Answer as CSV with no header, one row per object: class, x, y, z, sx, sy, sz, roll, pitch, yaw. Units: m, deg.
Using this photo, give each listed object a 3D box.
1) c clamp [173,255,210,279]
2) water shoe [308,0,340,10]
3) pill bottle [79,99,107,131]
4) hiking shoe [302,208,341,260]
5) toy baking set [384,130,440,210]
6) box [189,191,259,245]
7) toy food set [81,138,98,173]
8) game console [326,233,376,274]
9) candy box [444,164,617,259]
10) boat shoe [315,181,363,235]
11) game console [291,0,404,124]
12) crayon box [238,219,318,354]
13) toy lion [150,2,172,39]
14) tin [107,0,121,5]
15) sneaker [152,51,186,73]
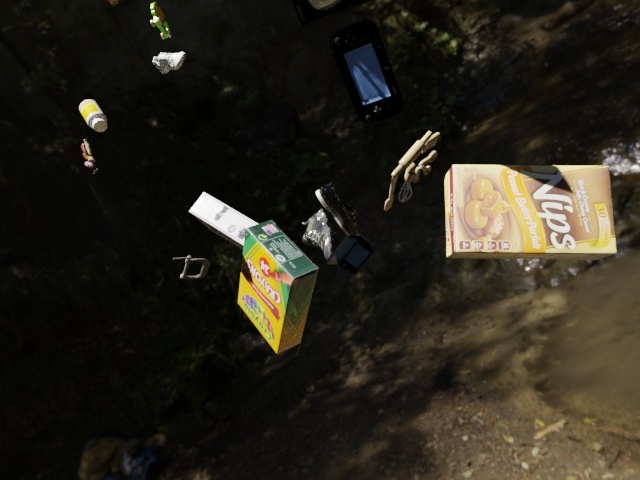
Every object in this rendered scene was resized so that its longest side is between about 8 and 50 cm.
c clamp,-0.489,0.104,1.914,0.137,0.022,0.161,-4,-36,-22
water shoe,0.046,-0.392,0.651,0.203,0.080,0.073,-52,30,-9
pill bottle,-0.514,-0.281,1.153,0.043,0.083,0.043,-28,-34,-20
hiking shoe,0.000,0.000,1.730,0.114,0.086,0.227,-32,42,17
toy baking set,0.270,-0.198,1.478,0.256,0.030,0.197,-48,-28,-4
box,-0.287,-0.039,1.727,0.087,0.290,0.169,-56,-25,-10
toy food set,-0.879,-0.314,1.917,0.019,0.122,0.078,-24,5,-39
game console,0.097,0.045,1.558,0.122,0.107,0.071,-52,5,20
candy box,0.421,-0.056,1.040,0.316,0.183,0.087,0,-10,2
boat shoe,0.078,-0.093,1.687,0.068,0.228,0.081,-35,22,15
game console,0.075,-0.402,0.980,0.213,0.361,0.044,-7,31,37
crayon box,-0.117,0.137,1.269,0.081,0.202,0.319,-20,-41,-34
toy lion,-0.553,-0.764,1.754,0.034,0.096,0.100,-13,-23,12
tin,-0.808,-1.002,1.992,0.106,0.040,0.189,-58,9,-18
sneaker,-0.529,-0.627,1.769,0.152,0.061,0.054,-5,63,38
